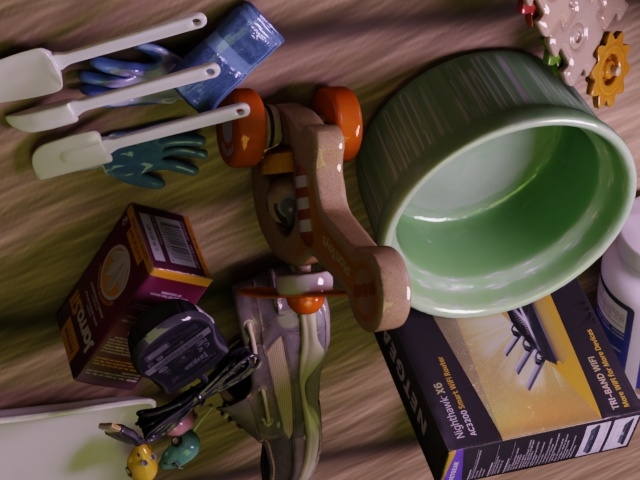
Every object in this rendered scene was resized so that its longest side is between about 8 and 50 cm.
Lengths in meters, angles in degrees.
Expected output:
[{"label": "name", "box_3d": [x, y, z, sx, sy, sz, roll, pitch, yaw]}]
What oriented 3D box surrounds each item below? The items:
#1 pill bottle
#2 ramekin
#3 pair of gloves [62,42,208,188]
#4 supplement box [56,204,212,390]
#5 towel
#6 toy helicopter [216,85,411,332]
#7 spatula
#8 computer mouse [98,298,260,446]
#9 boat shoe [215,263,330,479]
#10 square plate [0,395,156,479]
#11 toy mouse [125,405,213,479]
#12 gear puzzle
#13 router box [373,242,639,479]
[{"label": "pill bottle", "box_3d": [0.430, 0.070, 2.173, 0.153, 0.153, 0.265, -15, 139, -11]}, {"label": "ramekin", "box_3d": [0.187, -0.068, 1.913, 0.303, 0.148, 0.303, -13, 138, -12]}, {"label": "pair of gloves", "box_3d": [-0.183, -0.128, 1.771, 0.159, 0.023, 0.198, -2, 135, -24]}, {"label": "supplement box", "box_3d": [-0.211, 0.065, 1.901, 0.080, 0.104, 0.188, 14, 127, -36]}, {"label": "towel", "box_3d": [-0.098, -0.184, 1.729, 0.119, 0.029, 0.067, -42, 135, 4]}, {"label": "toy helicopter", "box_3d": [0.000, 0.000, 1.739, 0.140, 0.355, 0.235, -3, 118, -23]}, {"label": "spatula", "box_3d": [-0.206, -0.145, 1.700, 0.242, 0.019, 0.168, -14, 132, 11]}, {"label": "computer mouse", "box_3d": [-0.183, 0.141, 1.869, 0.184, 0.060, 0.262, -37, 157, 2]}, {"label": "boat shoe", "box_3d": [-0.067, 0.167, 2.080, 0.130, 0.132, 0.355, -3, 127, -9]}, {"label": "square plate", "box_3d": [-0.397, 0.315, 2.123, 0.344, 0.049, 0.347, -5, 136, -22]}, {"label": "toy mouse", "box_3d": [-0.178, 0.249, 2.124, 0.143, 0.031, 0.161, -29, 147, -36]}, {"label": "gear puzzle", "box_3d": [0.259, -0.267, 1.763, 0.175, 0.044, 0.339, -58, 139, -21]}, {"label": "router box", "box_3d": [0.203, 0.122, 2.002, 0.242, 0.309, 0.081, -11, 142, -16]}]
